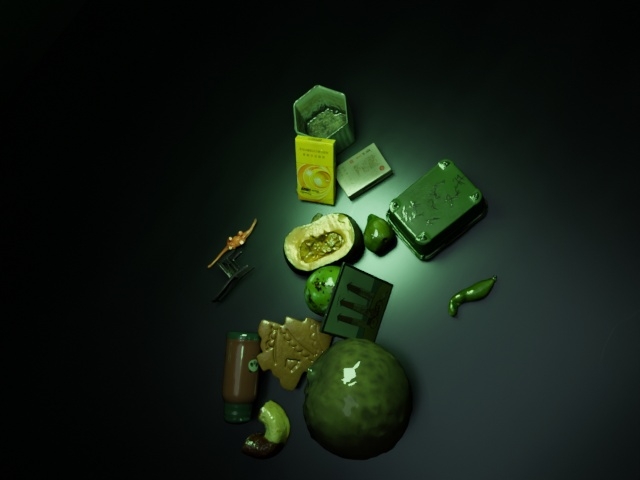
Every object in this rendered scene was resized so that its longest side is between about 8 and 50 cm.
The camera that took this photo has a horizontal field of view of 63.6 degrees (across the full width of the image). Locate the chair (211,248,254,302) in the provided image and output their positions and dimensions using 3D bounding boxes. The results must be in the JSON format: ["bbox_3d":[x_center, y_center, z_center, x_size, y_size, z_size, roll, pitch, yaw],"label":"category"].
[{"bbox_3d":[-0.382,0.144,2.070,0.212,0.084,0.101,-43,75,4],"label":"chair"}]

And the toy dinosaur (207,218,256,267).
[{"bbox_3d":[-0.357,0.016,2.093,0.279,0.101,0.055,-38,88,-5],"label":"toy dinosaur"}]

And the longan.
[{"bbox_3d":[0.112,0.523,1.693,0.390,0.391,0.392,-3,78,15],"label":"longan"}]

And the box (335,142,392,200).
[{"bbox_3d":[0.162,-0.268,2.018,0.201,0.058,0.141,-34,72,7],"label":"box"}]

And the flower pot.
[{"bbox_3d":[0.017,-0.462,2.029,0.209,0.189,0.240,-8,77,12],"label":"flower pot"}]

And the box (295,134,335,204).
[{"bbox_3d":[-0.017,-0.266,1.977,0.152,0.270,0.043,10,39,16],"label":"box"}]

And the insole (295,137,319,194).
[{"bbox_3d":[-0.042,-0.302,2.108,0.086,0.005,0.254,13,83,18],"label":"insole"}]

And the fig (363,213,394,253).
[{"bbox_3d":[0.205,-0.037,1.929,0.123,0.123,0.156,-33,63,7],"label":"fig"}]

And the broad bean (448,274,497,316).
[{"bbox_3d":[0.537,0.190,1.825,0.213,0.048,0.070,-38,71,6],"label":"broad bean"}]

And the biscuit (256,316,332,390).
[{"bbox_3d":[-0.088,0.390,1.914,0.306,0.043,0.284,-26,90,-7],"label":"biscuit"}]

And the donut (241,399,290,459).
[{"bbox_3d":[-0.198,0.712,1.898,0.141,0.085,0.217,19,83,18],"label":"donut"}]

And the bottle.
[{"bbox_3d":[-0.299,0.514,1.935,0.143,0.144,0.337,1,79,16],"label":"bottle"}]

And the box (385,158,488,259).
[{"bbox_3d":[0.413,-0.117,1.855,0.328,0.178,0.253,-40,73,4],"label":"box"}]

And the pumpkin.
[{"bbox_3d":[0.000,0.000,1.969,0.316,0.139,0.222,-22,77,13],"label":"pumpkin"}]

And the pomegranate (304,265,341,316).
[{"bbox_3d":[0.047,0.208,1.838,0.210,0.211,0.263,-13,62,12],"label":"pomegranate"}]

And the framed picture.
[{"bbox_3d":[0.133,0.230,1.795,0.013,0.323,0.244,13,82,41],"label":"framed picture"}]
